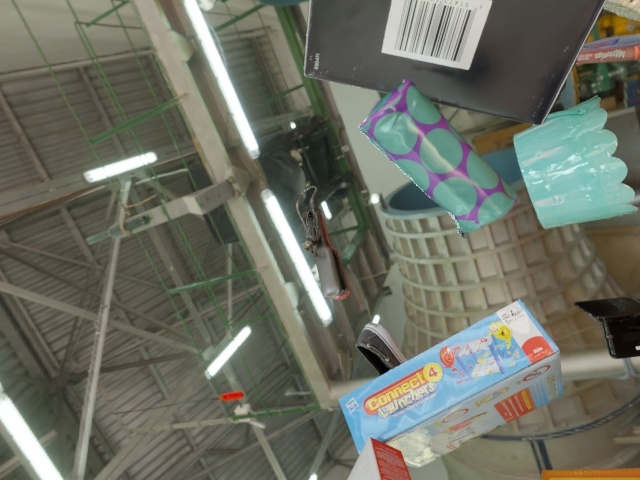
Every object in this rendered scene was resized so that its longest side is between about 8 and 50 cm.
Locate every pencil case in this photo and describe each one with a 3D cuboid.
[{"bbox_3d":[0.107,-0.074,0.415,0.152,0.064,0.070,43,-167,-10],"label":"pencil case"}]

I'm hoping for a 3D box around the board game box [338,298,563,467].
[{"bbox_3d":[0.229,0.255,0.732,0.308,0.302,0.086,47,-166,-51],"label":"board game box"}]

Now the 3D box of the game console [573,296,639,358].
[{"bbox_3d":[0.542,0.154,0.807,0.071,0.122,0.107,114,150,-73],"label":"game console"}]

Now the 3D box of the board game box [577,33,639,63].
[{"bbox_3d":[0.571,-0.368,0.857,0.281,0.145,0.027,-98,-5,-70],"label":"board game box"}]

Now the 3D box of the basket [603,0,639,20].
[{"bbox_3d":[0.459,-0.390,0.651,0.103,0.113,0.167,26,-149,-3],"label":"basket"}]

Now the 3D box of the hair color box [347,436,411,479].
[{"bbox_3d":[0.070,0.319,0.520,0.167,0.053,0.093,-91,26,-85],"label":"hair color box"}]

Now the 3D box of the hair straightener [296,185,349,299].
[{"bbox_3d":[0.000,0.000,0.862,0.089,0.047,0.230,16,-120,-63],"label":"hair straightener"}]

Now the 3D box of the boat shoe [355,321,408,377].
[{"bbox_3d":[0.151,0.279,0.939,0.076,0.080,0.228,-42,-75,-33],"label":"boat shoe"}]

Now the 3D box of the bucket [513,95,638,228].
[{"bbox_3d":[0.571,-0.165,1.019,0.281,0.183,0.281,32,-130,-47],"label":"bucket"}]

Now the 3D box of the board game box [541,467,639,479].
[{"bbox_3d":[0.447,0.413,0.360,0.356,0.357,0.356,105,178,-62],"label":"board game box"}]

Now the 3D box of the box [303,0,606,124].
[{"bbox_3d":[0.162,-0.318,0.582,0.294,0.296,0.182,-70,-8,-45],"label":"box"}]
